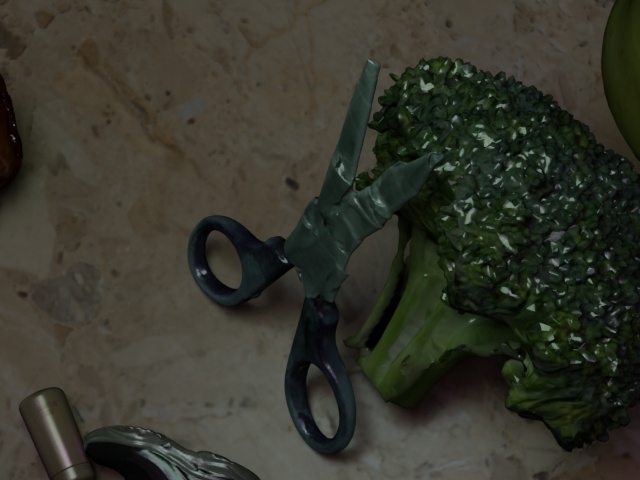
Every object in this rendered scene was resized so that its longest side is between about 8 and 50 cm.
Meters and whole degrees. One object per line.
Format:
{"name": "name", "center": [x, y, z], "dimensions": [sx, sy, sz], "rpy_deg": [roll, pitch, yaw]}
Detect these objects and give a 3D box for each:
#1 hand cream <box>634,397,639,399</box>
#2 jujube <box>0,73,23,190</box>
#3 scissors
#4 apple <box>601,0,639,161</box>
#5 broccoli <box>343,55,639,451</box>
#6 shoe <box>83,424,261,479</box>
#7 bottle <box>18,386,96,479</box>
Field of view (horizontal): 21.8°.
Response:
{"name": "hand cream", "center": [0.299, 0.035, 1.522], "dimensions": [0.083, 0.048, 0.224], "rpy_deg": [8, 79, 11]}
{"name": "jujube", "center": [-0.432, -0.081, 1.582], "dimensions": [0.290, 0.197, 0.197], "rpy_deg": [-14, 70, -6]}
{"name": "scissors", "center": [0.000, 0.000, 1.422], "dimensions": [0.029, 0.383, 0.256], "rpy_deg": [-22, 64, -35]}
{"name": "apple", "center": [0.472, -0.175, 1.353], "dimensions": [0.474, 0.473, 0.473], "rpy_deg": [-2, 72, 7]}
{"name": "broccoli", "center": [0.171, 0.018, 1.442], "dimensions": [0.249, 0.302, 0.375], "rpy_deg": [-19, 57, -23]}
{"name": "shoe", "center": [-0.144, 0.229, 1.503], "dimensions": [0.169, 0.071, 0.099], "rpy_deg": [16, 78, 9]}
{"name": "bottle", "center": [-0.243, 0.187, 1.541], "dimensions": [0.045, 0.045, 0.096], "rpy_deg": [-26, 71, -1]}
